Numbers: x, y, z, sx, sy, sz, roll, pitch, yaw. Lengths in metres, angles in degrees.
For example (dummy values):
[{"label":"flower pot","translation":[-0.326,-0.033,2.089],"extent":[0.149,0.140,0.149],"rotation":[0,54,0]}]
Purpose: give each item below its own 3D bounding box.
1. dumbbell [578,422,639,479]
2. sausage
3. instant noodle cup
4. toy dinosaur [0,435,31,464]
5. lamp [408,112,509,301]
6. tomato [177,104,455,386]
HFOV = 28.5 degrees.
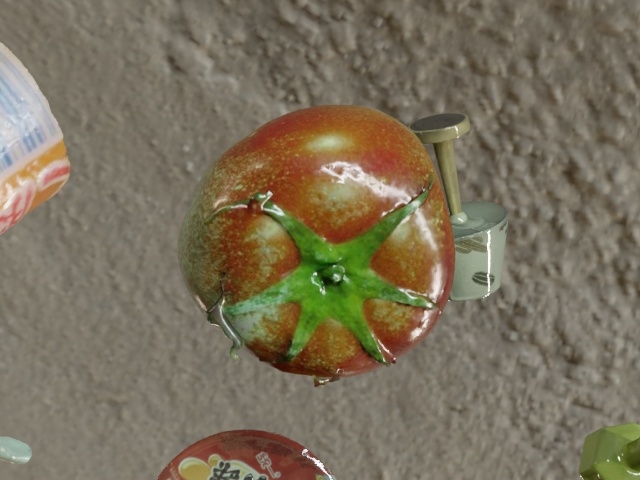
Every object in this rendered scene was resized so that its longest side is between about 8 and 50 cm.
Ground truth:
[{"label":"dumbbell","translation":[0.461,0.272,1.686],"extent":[0.121,0.108,0.302],"rotation":[49,149,7]},{"label":"sausage","translation":[-0.454,-0.076,1.396],"extent":[0.233,0.287,0.233],"rotation":[32,147,24]},{"label":"instant noodle cup","translation":[-0.092,0.380,1.618],"extent":[0.274,0.274,0.091],"rotation":[22,170,4]},{"label":"toy dinosaur","translation":[-0.387,0.210,1.139],"extent":[0.205,0.092,0.393],"rotation":[-39,92,16]},{"label":"lamp","translation":[0.159,-0.041,1.487],"extent":[0.121,0.121,0.214],"rotation":[-3,111,27]},{"label":"tomato","translation":[0.000,0.000,1.391],"extent":[0.304,0.239,0.303],"rotation":[-2,111,-5]}]
